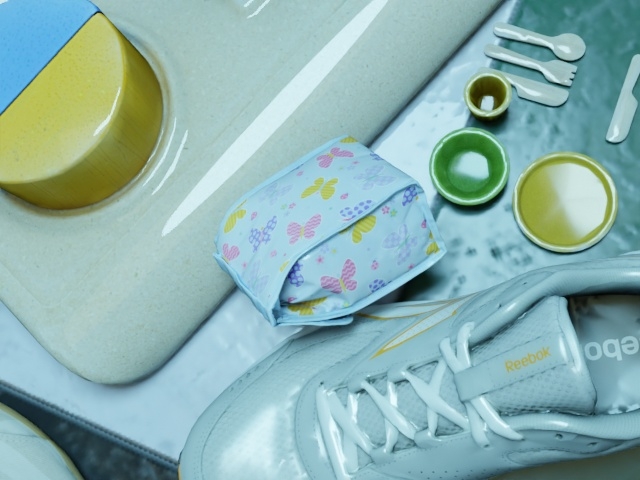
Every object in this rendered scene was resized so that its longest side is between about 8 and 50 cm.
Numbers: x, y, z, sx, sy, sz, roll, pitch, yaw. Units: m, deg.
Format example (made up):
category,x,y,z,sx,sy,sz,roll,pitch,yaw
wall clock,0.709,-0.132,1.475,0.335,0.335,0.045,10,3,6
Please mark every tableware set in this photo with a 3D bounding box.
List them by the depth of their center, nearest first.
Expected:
category,x,y,z,sx,sy,sz,roll,pitch,yaw
tableware set,0.133,-0.041,0.452,0.154,0.024,0.104,20,84,12

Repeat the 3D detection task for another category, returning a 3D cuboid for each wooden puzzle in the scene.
category,x,y,z,sx,sy,sz,roll,pitch,yaw
wooden puzzle,-0.115,-0.157,0.485,0.348,0.080,0.322,43,88,14

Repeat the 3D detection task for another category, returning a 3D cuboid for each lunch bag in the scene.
category,x,y,z,sx,sy,sz,roll,pitch,yaw
lunch bag,0.000,0.000,0.433,0.083,0.053,0.071,-31,33,-13

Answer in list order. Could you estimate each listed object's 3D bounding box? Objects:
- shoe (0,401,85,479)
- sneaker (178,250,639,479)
category,x,y,z,sx,sy,sz,roll,pitch,yaw
shoe,-0.134,0.135,0.440,0.219,0.058,0.076,35,85,19
sneaker,0.059,0.055,0.396,0.262,0.121,0.099,-20,77,5
